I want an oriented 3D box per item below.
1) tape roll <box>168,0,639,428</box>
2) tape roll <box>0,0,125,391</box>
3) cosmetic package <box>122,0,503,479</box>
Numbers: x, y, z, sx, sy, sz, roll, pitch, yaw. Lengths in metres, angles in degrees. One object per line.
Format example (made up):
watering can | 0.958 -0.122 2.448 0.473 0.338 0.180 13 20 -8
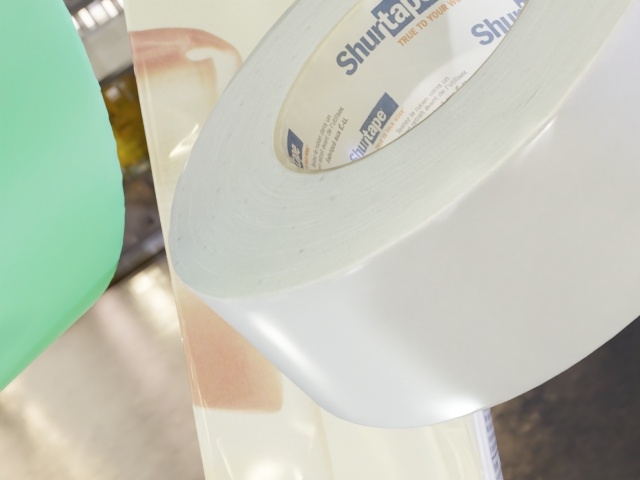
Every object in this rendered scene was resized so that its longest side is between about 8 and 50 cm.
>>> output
tape roll | 0.050 -0.045 0.545 0.219 0.072 0.219 -35 28 23
tape roll | -0.202 -0.077 0.494 0.077 0.321 0.321 -45 9 -27
cosmetic package | 0.000 0.000 0.757 0.129 0.296 0.153 -11 -7 7
